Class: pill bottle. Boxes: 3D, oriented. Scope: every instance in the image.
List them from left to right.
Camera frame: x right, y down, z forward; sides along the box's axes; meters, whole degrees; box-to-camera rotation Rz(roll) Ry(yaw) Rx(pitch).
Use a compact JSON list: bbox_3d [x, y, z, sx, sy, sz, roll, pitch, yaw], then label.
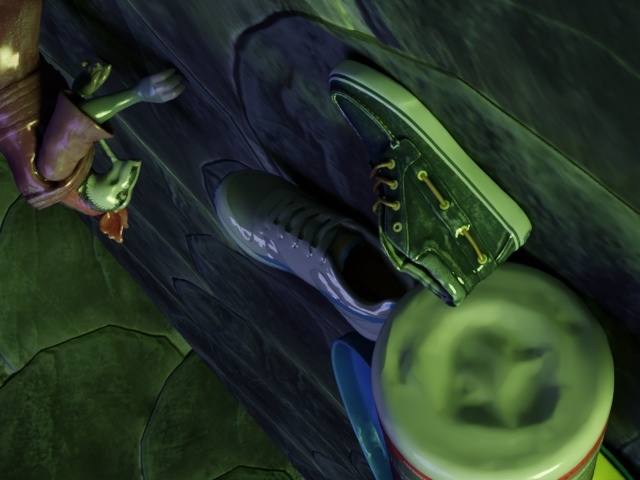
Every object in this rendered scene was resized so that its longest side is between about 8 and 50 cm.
[{"bbox_3d":[0.140,0.156,1.058,0.176,0.176,0.318,38,165,22],"label":"pill bottle"}]

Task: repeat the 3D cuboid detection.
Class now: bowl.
[{"bbox_3d":[0.134,0.265,1.404,0.391,0.077,0.391,60,168,21],"label":"bowl"}]

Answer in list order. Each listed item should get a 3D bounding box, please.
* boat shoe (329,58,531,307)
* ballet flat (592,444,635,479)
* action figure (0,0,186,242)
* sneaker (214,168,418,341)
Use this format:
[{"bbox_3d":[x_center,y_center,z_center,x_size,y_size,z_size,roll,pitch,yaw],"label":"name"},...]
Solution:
[{"bbox_3d":[0.057,-0.040,0.904,0.183,0.083,0.065,44,167,1],"label":"boat shoe"},{"bbox_3d":[0.281,0.262,1.192,0.231,0.077,0.077,43,168,5],"label":"ballet flat"},{"bbox_3d":[-0.317,-0.147,1.341,0.370,0.275,0.248,59,159,-6],"label":"action figure"},{"bbox_3d":[0.000,0.000,1.230,0.228,0.087,0.092,35,159,8],"label":"sneaker"}]
